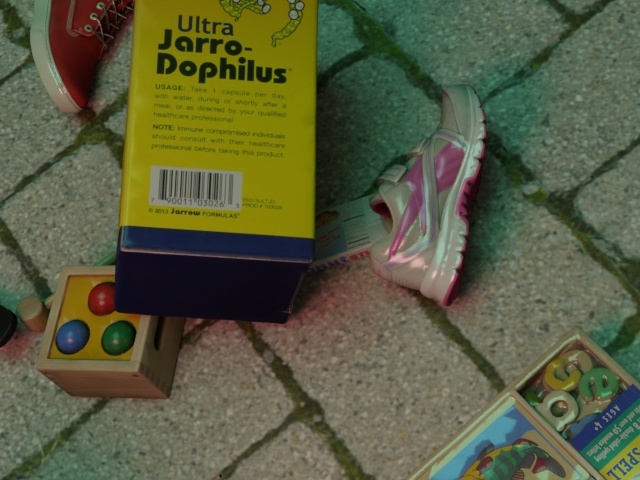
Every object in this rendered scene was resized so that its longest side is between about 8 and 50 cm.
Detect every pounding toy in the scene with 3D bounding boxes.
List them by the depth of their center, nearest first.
[{"bbox_3d":[-0.263,0.075,1.639,0.206,0.094,0.181,-1,63,21],"label":"pounding toy"}]

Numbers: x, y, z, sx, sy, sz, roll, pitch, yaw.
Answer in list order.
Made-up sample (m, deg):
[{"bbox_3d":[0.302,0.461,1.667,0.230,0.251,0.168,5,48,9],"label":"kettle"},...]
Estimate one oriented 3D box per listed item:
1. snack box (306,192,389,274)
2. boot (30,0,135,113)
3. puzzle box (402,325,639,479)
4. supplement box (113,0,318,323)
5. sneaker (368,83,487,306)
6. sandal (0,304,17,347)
[{"bbox_3d":[0.000,0.000,1.620,0.178,0.022,0.064,-18,60,12],"label":"snack box"},{"bbox_3d":[-0.271,-0.280,1.848,0.176,0.088,0.244,-16,54,11],"label":"boot"},{"bbox_3d":[0.185,0.305,1.362,0.409,0.052,0.272,-42,57,-5],"label":"puzzle box"},{"bbox_3d":[-0.110,-0.113,1.548,0.195,0.194,0.356,4,68,-8],"label":"supplement box"},{"bbox_3d":[0.112,-0.060,1.547,0.111,0.103,0.252,10,65,7],"label":"sneaker"},{"bbox_3d":[-0.418,0.081,1.708,0.179,0.040,0.067,15,73,47],"label":"sandal"}]
